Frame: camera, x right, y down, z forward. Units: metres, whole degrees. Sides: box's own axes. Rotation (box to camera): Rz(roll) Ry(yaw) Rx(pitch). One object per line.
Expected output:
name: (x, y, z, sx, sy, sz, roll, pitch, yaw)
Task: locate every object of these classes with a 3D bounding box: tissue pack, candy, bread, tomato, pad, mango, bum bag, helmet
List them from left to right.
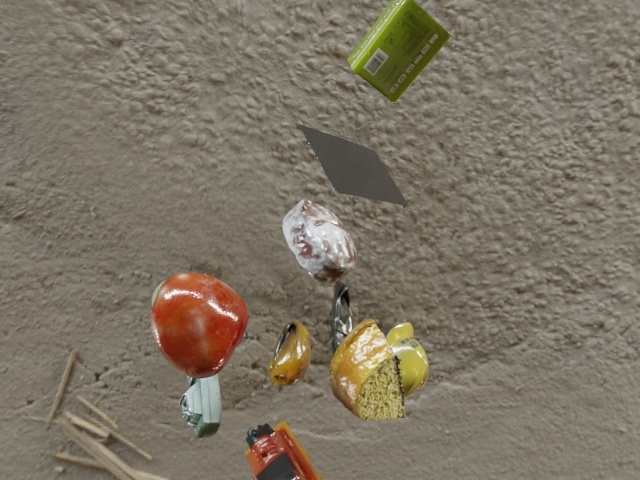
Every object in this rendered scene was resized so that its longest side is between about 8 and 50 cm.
tomato: (-0.199, 0.143, 0.809, 0.174, 0.082, 0.166, 41, 70, -32)
mango: (-0.105, 0.398, 1.696, 0.151, 0.248, 0.156, 38, 127, -25)
candy: (0.000, 0.000, 1.503, 0.157, 0.289, 0.214, -42, 146, 25)
bum bag: (0.065, 0.288, 1.516, 0.080, 0.142, 0.326, -4, 69, 6)
pad: (0.071, -0.139, 0.941, 0.009, 0.159, 0.265, -39, 155, 29)
bread: (0.089, 0.287, 0.992, 0.134, 0.129, 0.260, -28, 129, -13)
tissue pack: (0.254, -0.635, 1.592, 0.200, 0.167, 0.274, 32, 116, -21)
helmet: (0.284, 0.413, 1.572, 0.205, 0.140, 0.257, -5, 115, -46)

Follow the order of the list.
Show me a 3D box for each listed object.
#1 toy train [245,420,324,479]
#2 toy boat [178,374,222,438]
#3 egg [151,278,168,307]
toy train: (-0.099, 0.661, 1.349, 0.163, 0.369, 0.231, -36, 125, -11)
toy boat: (-0.276, 0.315, 1.087, 0.085, 0.260, 0.078, 13, 121, -28)
egg: (-0.521, 0.236, 1.785, 0.177, 0.228, 0.177, -32, 139, -33)
